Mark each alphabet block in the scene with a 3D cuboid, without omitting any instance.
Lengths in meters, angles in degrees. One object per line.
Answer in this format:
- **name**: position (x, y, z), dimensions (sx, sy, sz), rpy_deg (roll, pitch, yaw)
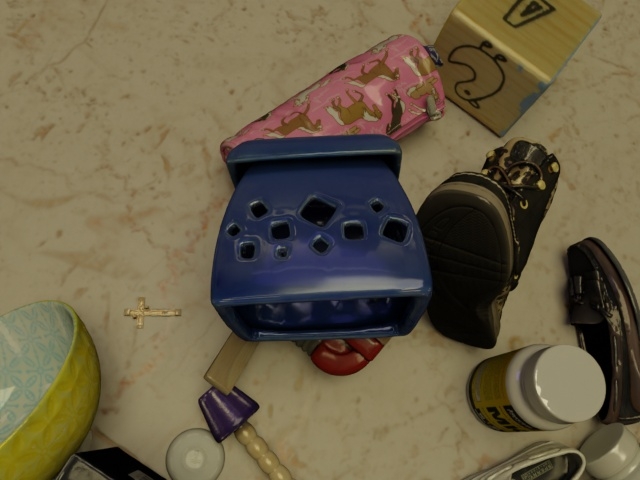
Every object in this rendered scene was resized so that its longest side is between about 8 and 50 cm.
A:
- **alphabet block**: position (0.323, -0.340, 1.075), dimensions (0.197, 0.192, 0.193), rpy_deg (38, 68, 5)

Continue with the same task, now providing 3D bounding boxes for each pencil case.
- **pencil case**: position (0.026, -0.180, 0.993), dimensions (0.386, 0.167, 0.160), rpy_deg (-35, 113, -18)

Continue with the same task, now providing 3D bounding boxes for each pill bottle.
- **pill bottle**: position (0.301, 0.212, 0.879), dimensions (0.119, 0.208, 0.119), rpy_deg (3, 71, -8)
- **pill bottle**: position (0.487, 0.376, 0.905), dimensions (0.118, 0.117, 0.208), rpy_deg (-41, 83, -19)

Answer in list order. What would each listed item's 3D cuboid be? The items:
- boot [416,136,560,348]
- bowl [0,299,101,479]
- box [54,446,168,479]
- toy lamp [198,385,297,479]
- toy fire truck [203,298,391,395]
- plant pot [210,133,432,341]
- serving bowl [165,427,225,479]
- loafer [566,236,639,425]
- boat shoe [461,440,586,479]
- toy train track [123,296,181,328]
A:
- **boot**: position (0.249, -0.037, 0.889), dimensions (0.138, 0.377, 0.284), rpy_deg (16, 61, 28)
- **bowl**: position (-0.381, 0.231, 0.772), dimensions (0.289, 0.290, 0.156), rpy_deg (-43, 125, -19)
- **box**: position (-0.264, 0.407, 0.678), dimensions (0.183, 0.296, 0.294), rpy_deg (33, 71, 2)
- **toy lamp**: position (-0.068, 0.313, 0.858), dimensions (0.080, 0.080, 0.274), rpy_deg (-38, 84, -18)
- **toy fire truck**: position (-0.031, 0.134, 0.900), dimensions (0.217, 0.158, 0.246), rpy_deg (39, 90, 10)
- **plant pot**: position (0.000, 0.000, 0.759), dimensions (0.236, 0.236, 0.212), rpy_deg (-3, 69, 2)
- **serving bowl**: position (-0.176, 0.307, 0.866), dimensions (0.084, 0.027, 0.083), rpy_deg (3, 71, -9)
- **loafer**: position (0.450, 0.144, 0.985), dimensions (0.095, 0.109, 0.302), rpy_deg (-13, 78, -9)
- **boat shoe**: position (0.268, 0.368, 0.889), dimensions (0.258, 0.084, 0.095), rpy_deg (-31, 80, -17)
- **toy train track**: position (-0.252, 0.107, 0.926), dimensions (0.083, 0.014, 0.048), rpy_deg (1, 72, -10)
